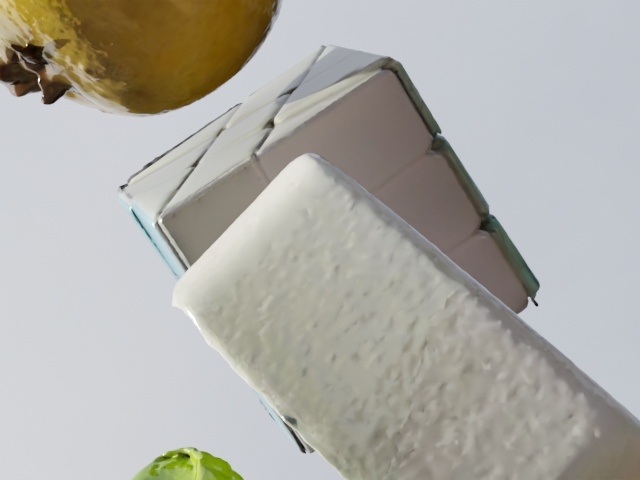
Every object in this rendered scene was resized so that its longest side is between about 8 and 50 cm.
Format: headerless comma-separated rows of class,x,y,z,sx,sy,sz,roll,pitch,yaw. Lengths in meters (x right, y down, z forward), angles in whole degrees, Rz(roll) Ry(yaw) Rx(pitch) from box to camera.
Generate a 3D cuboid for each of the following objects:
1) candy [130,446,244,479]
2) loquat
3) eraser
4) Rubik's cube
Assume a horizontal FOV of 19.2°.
candy,-0.057,0.234,1.344,0.096,0.097,0.209,-34,-57,10
loquat,-0.163,-0.223,1.457,0.274,0.275,0.275,-21,-31,-13
eraser,0.093,0.123,1.186,0.150,0.331,0.331,-45,-31,-2
Rubik's cube,0.000,0.000,1.485,0.221,0.225,0.231,-35,14,-6
